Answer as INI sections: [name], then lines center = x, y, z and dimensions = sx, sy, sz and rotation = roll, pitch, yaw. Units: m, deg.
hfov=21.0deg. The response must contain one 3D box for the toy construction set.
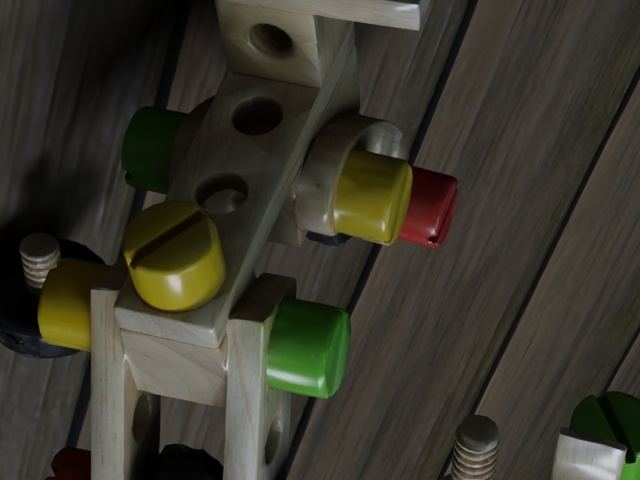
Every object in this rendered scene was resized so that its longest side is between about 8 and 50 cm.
[toy construction set]
center = 0.000, 0.000, 0.665
dimensions = 0.257, 0.309, 0.237
rotation = -37, 148, -30
